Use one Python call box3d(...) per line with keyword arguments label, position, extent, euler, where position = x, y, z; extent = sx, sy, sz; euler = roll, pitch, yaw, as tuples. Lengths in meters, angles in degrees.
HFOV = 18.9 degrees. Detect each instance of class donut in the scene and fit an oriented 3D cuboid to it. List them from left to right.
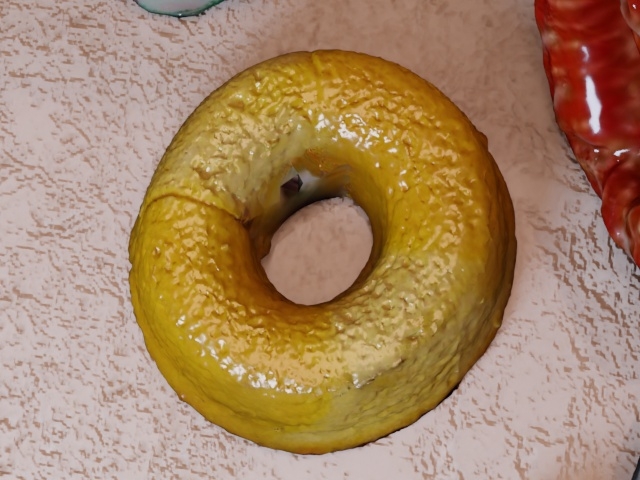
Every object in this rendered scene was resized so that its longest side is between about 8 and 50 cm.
box3d(label="donut", position=(0.000, 0.000, 1.385), extent=(0.302, 0.110, 0.303), euler=(0, 78, 1))

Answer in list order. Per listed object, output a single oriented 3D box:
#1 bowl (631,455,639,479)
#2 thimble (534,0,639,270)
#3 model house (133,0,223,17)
box3d(label="bowl", position=(0.389, 0.220, 1.261), extent=(0.185, 0.354, 0.354), euler=(11, 75, -40))
box3d(label="thimble", position=(0.292, -0.121, 1.281), extent=(0.230, 0.350, 0.350), euler=(-17, 79, -3))
box3d(label="model house", position=(-0.103, -0.237, 1.454), extent=(0.100, 0.088, 0.100), euler=(-21, 51, 28))
